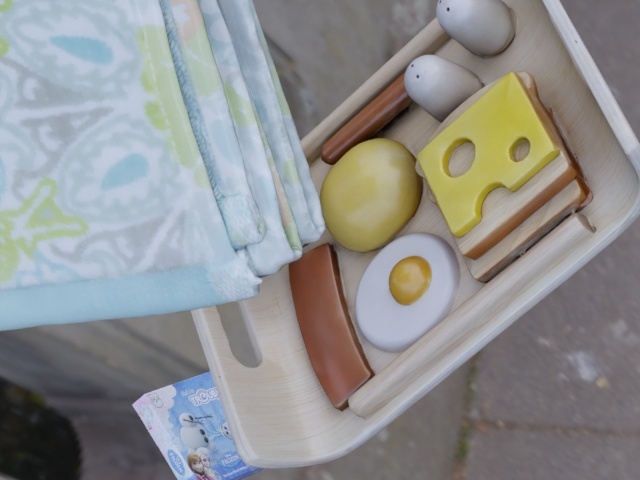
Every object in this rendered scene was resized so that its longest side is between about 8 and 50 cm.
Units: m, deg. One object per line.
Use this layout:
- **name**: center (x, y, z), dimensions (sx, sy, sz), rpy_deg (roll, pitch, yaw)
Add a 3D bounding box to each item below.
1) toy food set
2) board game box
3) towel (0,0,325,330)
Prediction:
- **toy food set**: center (0.038, -0.035, 1.055), dimensions (0.306, 0.092, 0.220), rpy_deg (-42, 48, 23)
- **board game box**: center (-0.092, 0.152, 1.386), dimensions (0.020, 0.090, 0.090), rpy_deg (-43, 75, 33)
- **towel**: center (-0.209, -0.102, 0.912), dimensions (0.374, 0.321, 0.090), rpy_deg (-7, 26, 20)
